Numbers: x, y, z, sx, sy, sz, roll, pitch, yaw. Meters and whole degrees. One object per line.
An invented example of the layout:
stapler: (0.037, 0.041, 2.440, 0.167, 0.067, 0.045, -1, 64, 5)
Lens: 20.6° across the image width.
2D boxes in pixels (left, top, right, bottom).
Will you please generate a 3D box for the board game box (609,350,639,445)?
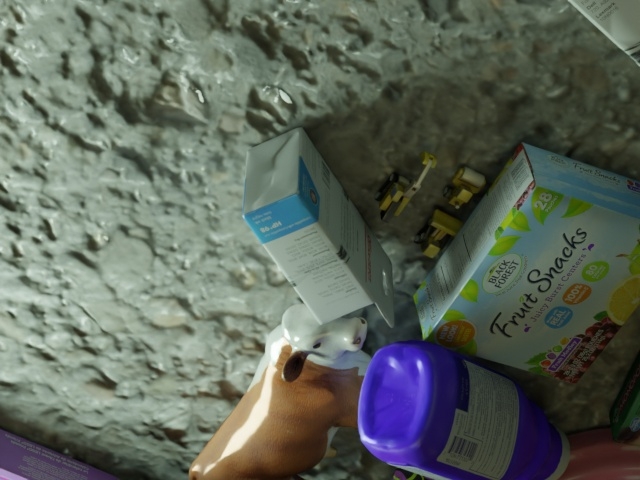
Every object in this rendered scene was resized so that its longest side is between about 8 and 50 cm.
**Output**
board game box: (0.435, 0.092, 1.703, 0.214, 0.046, 0.317, 12, 127, -9)

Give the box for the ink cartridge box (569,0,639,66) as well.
ink cartridge box: (0.277, -0.203, 1.401, 0.219, 0.160, 0.092, 38, 119, -26)

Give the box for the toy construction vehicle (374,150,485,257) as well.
toy construction vehicle: (0.100, -0.031, 1.617, 0.086, 0.035, 0.098, 28, 124, -20)

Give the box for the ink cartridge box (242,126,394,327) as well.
ink cartridge box: (0.000, 0.000, 1.599, 0.060, 0.104, 0.180, -23, 124, 17)

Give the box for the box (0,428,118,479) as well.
box: (-0.388, 0.273, 1.849, 0.293, 0.057, 0.201, 26, 125, -18)

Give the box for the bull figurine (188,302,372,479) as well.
bull figurine: (-0.007, 0.170, 1.732, 0.188, 0.101, 0.310, 24, 129, -18)

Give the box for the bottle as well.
bottle: (0.146, 0.179, 1.689, 0.092, 0.118, 0.283, 1, 165, 37)

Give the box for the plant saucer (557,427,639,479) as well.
plant saucer: (0.320, 0.343, 1.879, 0.332, 0.084, 0.332, 1, 128, 1)

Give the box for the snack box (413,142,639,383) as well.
snack box: (0.211, 0.025, 1.627, 0.175, 0.070, 0.207, 17, 126, -23)

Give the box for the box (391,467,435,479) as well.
box: (0.124, 0.287, 1.842, 0.116, 0.029, 0.162, 25, 130, 15)
